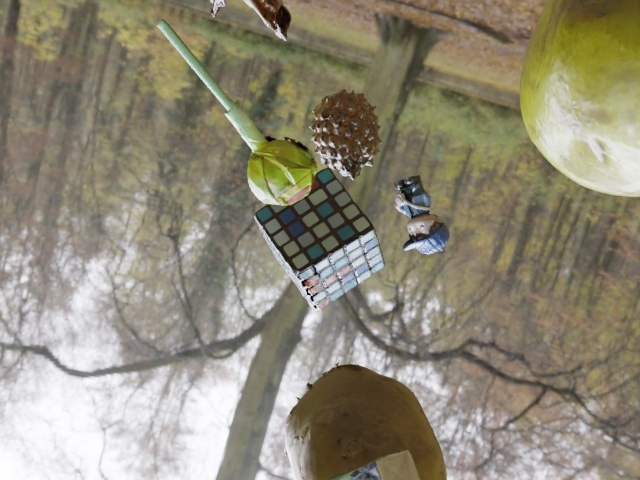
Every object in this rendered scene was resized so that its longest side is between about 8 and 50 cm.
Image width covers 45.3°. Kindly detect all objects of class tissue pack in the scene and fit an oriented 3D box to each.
[{"bbox_3d":[0.032,0.246,0.676,0.079,0.085,0.111,-1,155,-48],"label":"tissue pack"}]

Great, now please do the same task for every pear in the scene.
[{"bbox_3d":[0.322,-0.170,0.736,0.269,0.269,0.321,14,-153,-12],"label":"pear"}]

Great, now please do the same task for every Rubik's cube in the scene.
[{"bbox_3d":[0.000,0.000,1.558,0.184,0.187,0.182,55,173,30],"label":"Rubik's cube"}]

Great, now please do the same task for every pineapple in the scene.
[{"bbox_3d":[0.056,-0.219,1.645,0.166,0.193,0.166,-10,164,-3],"label":"pineapple"}]

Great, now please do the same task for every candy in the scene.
[{"bbox_3d":[-0.073,-0.109,0.657,0.194,0.062,0.058,52,155,-21],"label":"candy"}]

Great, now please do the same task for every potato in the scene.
[{"bbox_3d":[0.048,0.262,1.003,0.191,0.141,0.296,-19,-153,-7],"label":"potato"}]

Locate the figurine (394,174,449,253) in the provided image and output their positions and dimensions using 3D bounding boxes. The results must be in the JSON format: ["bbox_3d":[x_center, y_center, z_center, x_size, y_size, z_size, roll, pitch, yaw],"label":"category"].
[{"bbox_3d":[0.185,-0.046,1.445,0.086,0.149,0.087,-21,175,40],"label":"figurine"}]

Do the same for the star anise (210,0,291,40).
[{"bbox_3d":[-0.089,-0.353,0.788,0.346,0.237,0.148,37,-131,0],"label":"star anise"}]
